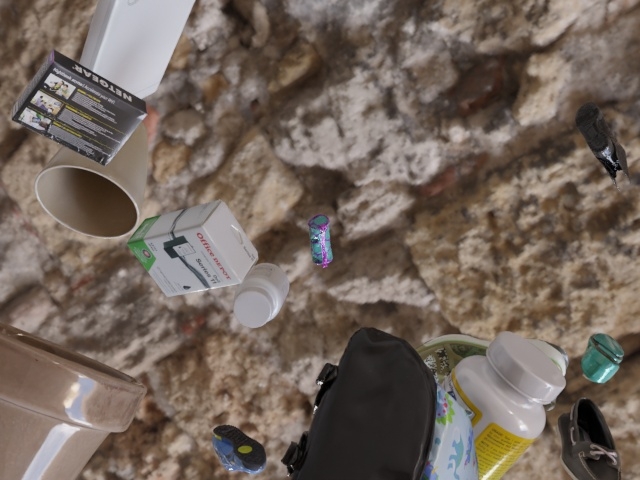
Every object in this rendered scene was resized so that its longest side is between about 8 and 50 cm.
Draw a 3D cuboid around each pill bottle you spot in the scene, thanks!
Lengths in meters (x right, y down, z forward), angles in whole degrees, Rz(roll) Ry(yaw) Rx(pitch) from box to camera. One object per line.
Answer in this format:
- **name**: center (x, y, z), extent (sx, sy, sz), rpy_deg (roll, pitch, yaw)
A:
- **pill bottle**: center (0.282, 0.333, 1.436), extent (0.334, 0.188, 0.188), rpy_deg (-55, 176, 20)
- **pill bottle**: center (-0.165, 0.152, 2.159), extent (0.131, 0.131, 0.229), rpy_deg (-31, -171, 13)

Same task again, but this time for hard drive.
- **hard drive**: center (-0.356, -0.381, 1.519), extent (0.233, 0.047, 0.353), rpy_deg (-38, 171, -42)

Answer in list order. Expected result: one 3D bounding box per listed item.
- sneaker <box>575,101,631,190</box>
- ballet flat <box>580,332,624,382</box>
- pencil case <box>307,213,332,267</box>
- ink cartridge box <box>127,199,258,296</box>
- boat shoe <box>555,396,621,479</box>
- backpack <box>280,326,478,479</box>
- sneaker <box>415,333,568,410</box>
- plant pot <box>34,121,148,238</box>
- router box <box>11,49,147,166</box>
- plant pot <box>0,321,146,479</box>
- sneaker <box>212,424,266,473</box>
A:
- **sneaker**: center (0.532, -0.180, 1.486), extent (0.051, 0.089, 0.170), rpy_deg (-33, -142, 29)
- **ballet flat**: center (0.598, 0.256, 1.710), extent (0.087, 0.083, 0.247), rpy_deg (-53, 163, 15)
- **pencil case**: center (0.000, 0.000, 2.328), extent (0.064, 0.152, 0.070), rpy_deg (-15, -140, -11)
- **ink cartridge box**: center (-0.250, 0.018, 1.558), extent (0.208, 0.153, 0.087), rpy_deg (-12, -148, 34)
- **boat shoe**: center (0.571, 0.431, 1.679), extent (0.335, 0.112, 0.096), rpy_deg (-63, 176, -76)
- **backpack**: center (0.099, 0.330, 1.131), extent (0.355, 0.273, 0.290), rpy_deg (92, 19, -62)
- **sneaker**: center (0.388, 0.338, 1.918), extent (0.410, 0.158, 0.182), rpy_deg (-5, -145, 19)
- **plant pot**: center (-0.535, -0.191, 1.972), extent (0.256, 0.256, 0.274), rpy_deg (-28, -143, 38)
- **router box**: center (-0.403, -0.218, 1.334), extent (0.133, 0.179, 0.046), rpy_deg (-45, -141, 22)
- **plant pot**: center (-0.350, 0.214, 0.853), extent (0.229, 0.263, 0.263), rpy_deg (-69, -166, -12)
- **sneaker**: center (-0.178, 0.483, 1.764), extent (0.069, 0.082, 0.209), rpy_deg (-7, -167, -32)
